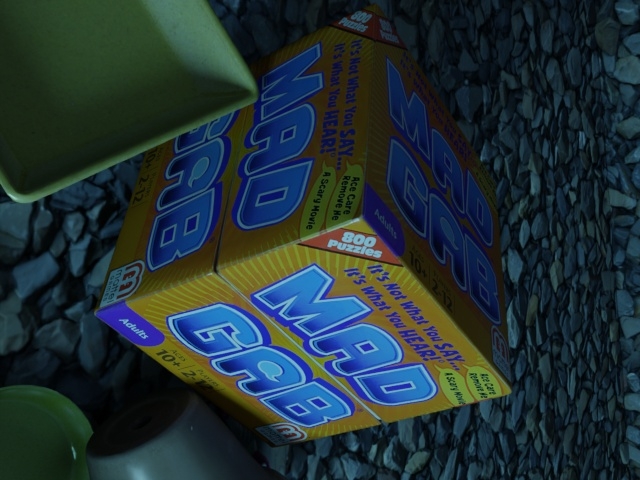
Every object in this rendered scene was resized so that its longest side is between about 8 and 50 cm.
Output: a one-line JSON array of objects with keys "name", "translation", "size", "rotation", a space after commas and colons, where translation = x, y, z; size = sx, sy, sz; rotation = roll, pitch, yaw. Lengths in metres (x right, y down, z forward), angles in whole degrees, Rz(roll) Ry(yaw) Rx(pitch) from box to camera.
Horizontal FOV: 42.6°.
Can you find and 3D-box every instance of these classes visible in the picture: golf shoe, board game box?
[{"name": "golf shoe", "translation": [-0.078, 0.304, 1.240], "size": [0.140, 0.115, 0.306], "rotation": [-4, 95, -51]}, {"name": "board game box", "translation": [0.000, 0.000, 1.057], "size": [0.356, 0.356, 0.357], "rotation": [47, 36, -38]}]

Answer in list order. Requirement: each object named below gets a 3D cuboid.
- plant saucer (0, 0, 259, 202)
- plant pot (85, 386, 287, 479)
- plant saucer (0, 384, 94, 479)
[{"name": "plant saucer", "translation": [-0.286, -0.233, 0.931], "size": [0.332, 0.081, 0.333], "rotation": [-31, 90, -35]}, {"name": "plant pot", "translation": [-0.179, 0.318, 1.028], "size": [0.263, 0.263, 0.229], "rotation": [-39, 113, -40]}, {"name": "plant saucer", "translation": [-0.372, 0.288, 0.964], "size": [0.241, 0.037, 0.241], "rotation": [-3, 94, -48]}]
